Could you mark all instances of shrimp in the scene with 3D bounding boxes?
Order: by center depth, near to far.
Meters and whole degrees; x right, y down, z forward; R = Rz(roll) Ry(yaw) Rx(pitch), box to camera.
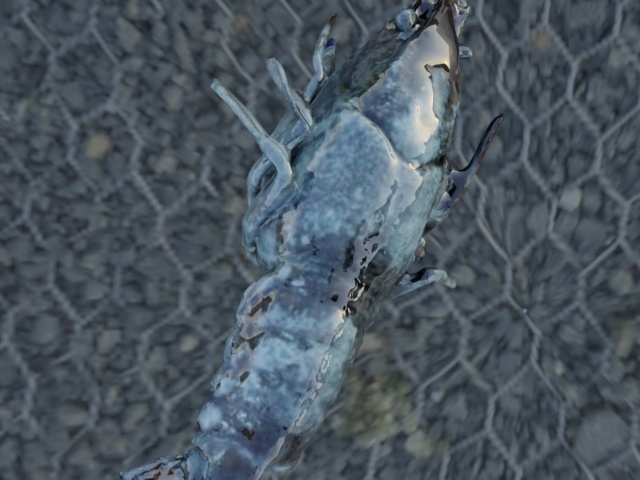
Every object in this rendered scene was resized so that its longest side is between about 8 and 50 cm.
[{"bbox_3d":[0.003,-0.003,1.152,0.221,0.166,0.410,31,67,-30],"label":"shrimp"}]
